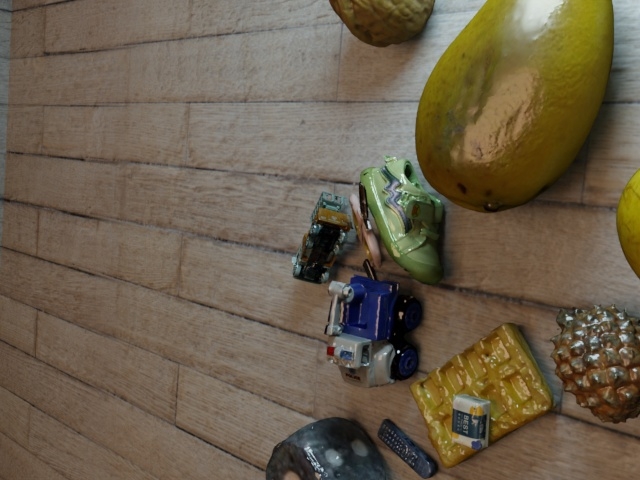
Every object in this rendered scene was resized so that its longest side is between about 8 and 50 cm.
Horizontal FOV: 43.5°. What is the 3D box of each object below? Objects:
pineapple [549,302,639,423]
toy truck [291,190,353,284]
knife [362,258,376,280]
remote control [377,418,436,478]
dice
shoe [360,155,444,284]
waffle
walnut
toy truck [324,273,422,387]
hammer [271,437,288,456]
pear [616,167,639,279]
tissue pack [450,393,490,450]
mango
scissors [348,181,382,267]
[{"bbox_3d":[0.430,0.173,1.222,0.193,0.166,0.166,49,123,33],"label":"pineapple"},{"bbox_3d":[-0.001,0.000,1.701,0.115,0.080,0.178,-91,22,-49],"label":"toy truck"},{"bbox_3d":[0.119,0.117,1.641,0.023,0.010,0.170,-34,68,40],"label":"knife"},{"bbox_3d":[0.170,0.413,1.581,0.152,0.027,0.044,36,121,41],"label":"remote control"},{"bbox_3d":[0.009,0.483,1.635,0.181,0.183,0.182,54,127,29],"label":"dice"},{"bbox_3d":[0.160,-0.042,1.505,0.128,0.140,0.262,-43,64,32],"label":"shoe"},{"bbox_3d":[0.287,0.279,1.436,0.274,0.057,0.168,-44,61,37],"label":"waffle"},{"bbox_3d":[0.111,-0.470,1.503,0.213,0.213,0.213,0,91,46],"label":"walnut"},{"bbox_3d":[0.086,0.178,1.550,0.161,0.177,0.213,8,95,38],"label":"toy truck"},{"bbox_3d":[-0.038,0.591,1.794,0.125,0.027,0.297,-39,64,38],"label":"hammer"},{"bbox_3d":[0.535,-0.016,1.042,0.280,0.280,0.281,0,91,46],"label":"pear"},{"bbox_3d":[0.260,0.314,1.392,0.062,0.042,0.083,9,98,47],"label":"tissue pack"},{"bbox_3d":[0.317,-0.258,1.300,0.301,0.220,0.445,33,104,47],"label":"mango"},{"bbox_3d":[0.082,-0.041,1.517,0.024,0.317,0.160,-20,69,-2],"label":"scissors"}]
